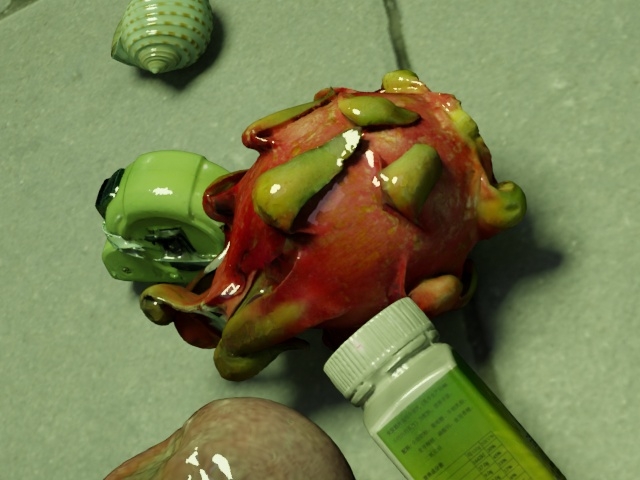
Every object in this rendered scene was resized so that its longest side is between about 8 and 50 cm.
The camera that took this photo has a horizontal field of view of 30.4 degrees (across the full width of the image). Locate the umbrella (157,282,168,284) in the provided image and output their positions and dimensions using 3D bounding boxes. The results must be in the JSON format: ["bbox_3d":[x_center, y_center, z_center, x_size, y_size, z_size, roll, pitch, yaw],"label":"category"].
[{"bbox_3d":[-0.159,0.023,1.222,0.022,0.013,0.122,-23,50,43],"label":"umbrella"}]

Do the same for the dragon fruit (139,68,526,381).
[{"bbox_3d":[0.012,-0.003,1.018,0.307,0.243,0.227,-46,69,39],"label":"dragon fruit"}]

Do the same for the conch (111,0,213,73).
[{"bbox_3d":[-0.180,-0.245,1.347,0.135,0.102,0.153,-24,28,35],"label":"conch"}]

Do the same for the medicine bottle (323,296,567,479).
[{"bbox_3d":[0.094,0.141,0.879,0.088,0.132,0.188,-41,78,5],"label":"medicine bottle"}]

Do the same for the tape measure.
[{"bbox_3d":[-0.136,-0.017,1.140,0.177,0.154,0.087,1,52,14],"label":"tape measure"}]

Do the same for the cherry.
[{"bbox_3d":[-0.063,0.249,0.907,0.239,0.239,0.206,-44,19,-1],"label":"cherry"}]
